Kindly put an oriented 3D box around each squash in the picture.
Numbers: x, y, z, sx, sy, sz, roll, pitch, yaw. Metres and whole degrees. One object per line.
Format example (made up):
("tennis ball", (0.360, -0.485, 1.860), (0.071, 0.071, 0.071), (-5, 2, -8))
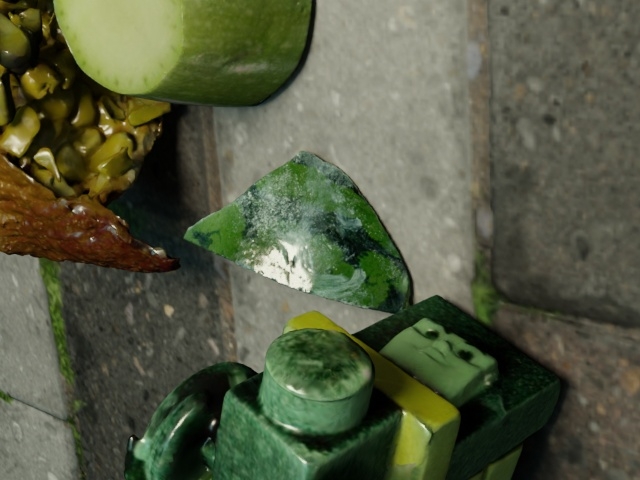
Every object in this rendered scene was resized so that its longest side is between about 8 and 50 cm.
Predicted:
("squash", (-0.097, -0.164, 0.720), (0.170, 0.123, 0.170), (15, 117, 31))

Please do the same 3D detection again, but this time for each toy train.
("toy train", (0.010, 0.208, 0.674), (0.160, 0.253, 0.397), (34, 128, 35))

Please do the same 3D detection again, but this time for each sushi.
("sushi", (-0.204, -0.112, 0.795), (0.179, 0.166, 0.296), (-32, 58, 43))

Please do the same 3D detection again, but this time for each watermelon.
("watermelon", (0.000, 0.000, 0.748), (0.155, 0.080, 0.101), (32, 91, 32))
